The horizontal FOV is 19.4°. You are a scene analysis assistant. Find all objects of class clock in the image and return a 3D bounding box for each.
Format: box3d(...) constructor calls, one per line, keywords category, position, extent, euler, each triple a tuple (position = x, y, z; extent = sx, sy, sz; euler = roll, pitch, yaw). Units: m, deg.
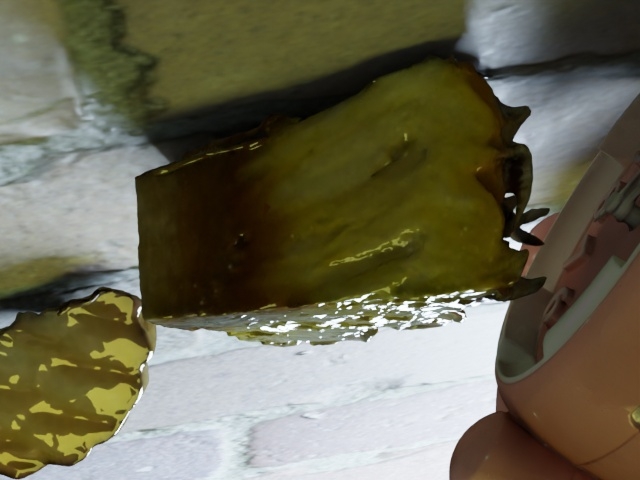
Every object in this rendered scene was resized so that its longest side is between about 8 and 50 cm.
box3d(category="clock", position=(0.186, 0.013, 0.849), extent=(0.142, 0.227, 0.241), euler=(29, 127, -3))

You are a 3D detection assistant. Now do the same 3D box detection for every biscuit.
box3d(category="biscuit", position=(-0.180, 0.079, 1.080), extent=(0.183, 0.061, 0.118), euler=(-12, 119, 4))

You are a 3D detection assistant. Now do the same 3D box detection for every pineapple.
box3d(category="pineapple", position=(0.000, 0.000, 0.899), extent=(0.186, 0.114, 0.236), euler=(4, 159, -35))
